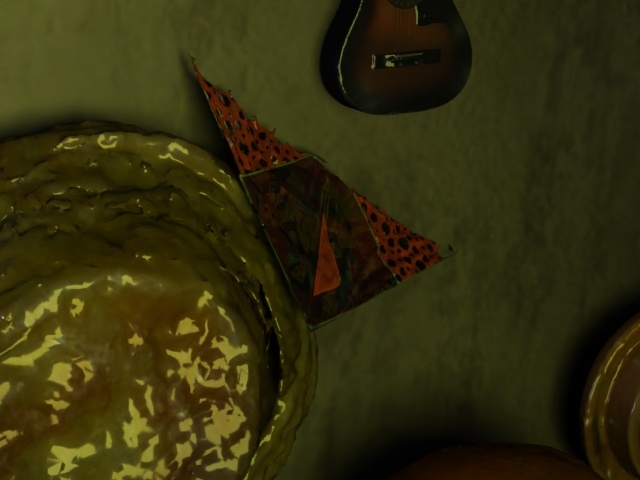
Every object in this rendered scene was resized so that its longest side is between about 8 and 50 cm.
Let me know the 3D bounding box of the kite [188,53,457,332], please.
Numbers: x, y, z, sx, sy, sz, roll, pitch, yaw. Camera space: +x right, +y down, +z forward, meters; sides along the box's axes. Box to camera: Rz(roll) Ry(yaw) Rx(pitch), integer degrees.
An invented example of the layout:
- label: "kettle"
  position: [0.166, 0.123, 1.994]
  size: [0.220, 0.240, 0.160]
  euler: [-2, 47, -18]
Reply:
- label: "kite"
  position: [-0.001, 0.000, 0.982]
  size: [0.222, 0.008, 0.125]
  euler: [35, 42, -31]

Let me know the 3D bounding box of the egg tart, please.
- label: "egg tart"
  position: [-0.122, 0.078, 0.923]
  size: [0.294, 0.123, 0.294]
  euler: [-8, 106, -28]

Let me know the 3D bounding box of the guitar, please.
- label: "guitar"
  position: [0.043, -0.185, 0.994]
  size: [0.088, 0.025, 0.233]
  euler: [-8, 106, -25]

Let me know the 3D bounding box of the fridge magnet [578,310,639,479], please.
- label: "fridge magnet"
  position: [0.230, 0.106, 1.145]
  size: [0.143, 0.063, 0.143]
  euler: [-9, 110, -27]

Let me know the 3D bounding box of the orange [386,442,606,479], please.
- label: "orange"
  position: [0.099, 0.228, 1.052]
  size: [0.224, 0.170, 0.224]
  euler: [-1, 100, -5]
